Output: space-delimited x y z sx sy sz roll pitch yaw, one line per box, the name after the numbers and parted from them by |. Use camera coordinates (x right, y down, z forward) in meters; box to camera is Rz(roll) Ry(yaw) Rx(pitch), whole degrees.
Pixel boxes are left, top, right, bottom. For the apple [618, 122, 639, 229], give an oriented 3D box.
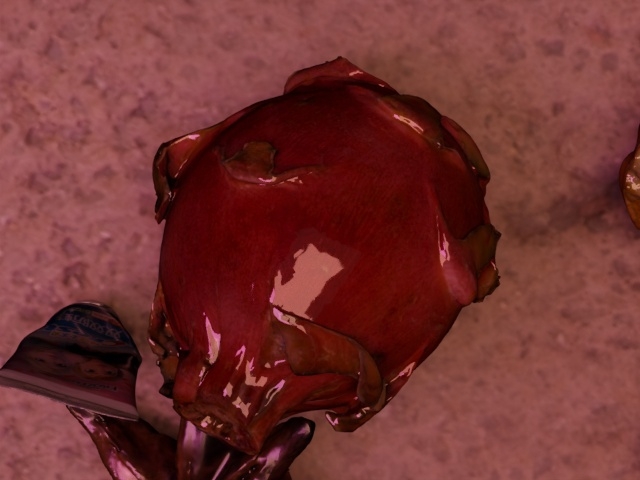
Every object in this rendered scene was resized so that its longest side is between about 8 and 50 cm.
0.320 -0.055 1.177 0.158 0.156 0.147 42 72 5 | apple

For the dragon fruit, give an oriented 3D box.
-0.003 0.002 1.092 0.315 0.250 0.250 -35 95 -19 | dragon fruit

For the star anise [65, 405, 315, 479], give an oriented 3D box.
-0.088 0.208 1.187 0.272 0.102 0.272 6 111 17 | star anise

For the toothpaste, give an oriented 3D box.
-0.172 0.086 1.080 0.096 0.266 0.061 15 94 -7 | toothpaste
